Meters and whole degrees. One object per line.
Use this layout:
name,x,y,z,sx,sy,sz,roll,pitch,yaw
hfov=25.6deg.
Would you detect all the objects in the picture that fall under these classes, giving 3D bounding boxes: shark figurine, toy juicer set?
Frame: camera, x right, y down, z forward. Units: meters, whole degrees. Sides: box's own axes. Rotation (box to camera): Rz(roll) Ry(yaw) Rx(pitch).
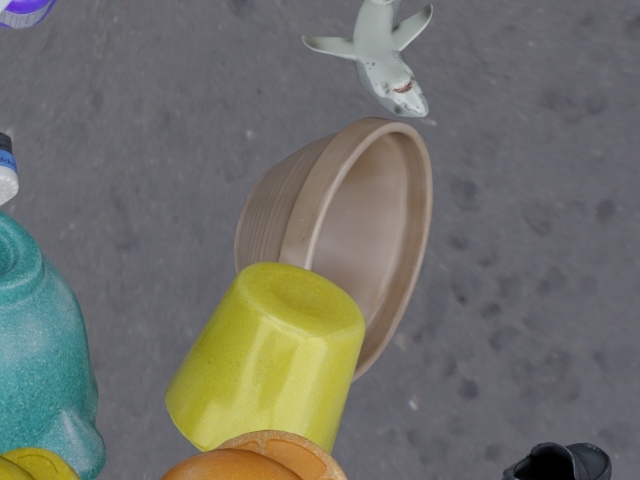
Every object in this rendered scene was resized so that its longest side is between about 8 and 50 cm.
shark figurine,0.087,-0.244,1.646,0.166,0.278,0.116,12,147,17
toy juicer set,-0.138,0.051,0.450,0.329,0.209,0.089,18,115,-13

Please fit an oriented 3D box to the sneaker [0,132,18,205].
sneaker,-0.378,-0.060,1.474,0.152,0.085,0.058,-31,142,26

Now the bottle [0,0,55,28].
bottle,-0.299,-0.270,1.394,0.092,0.283,0.118,21,86,-13

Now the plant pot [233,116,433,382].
plant pot,0.000,0.000,1.231,0.109,0.237,0.237,17,105,25

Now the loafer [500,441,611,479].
loafer,0.238,0.240,1.412,0.076,0.223,0.078,25,112,29

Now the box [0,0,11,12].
box,-0.229,-0.147,0.812,0.072,0.126,0.137,41,94,-21
